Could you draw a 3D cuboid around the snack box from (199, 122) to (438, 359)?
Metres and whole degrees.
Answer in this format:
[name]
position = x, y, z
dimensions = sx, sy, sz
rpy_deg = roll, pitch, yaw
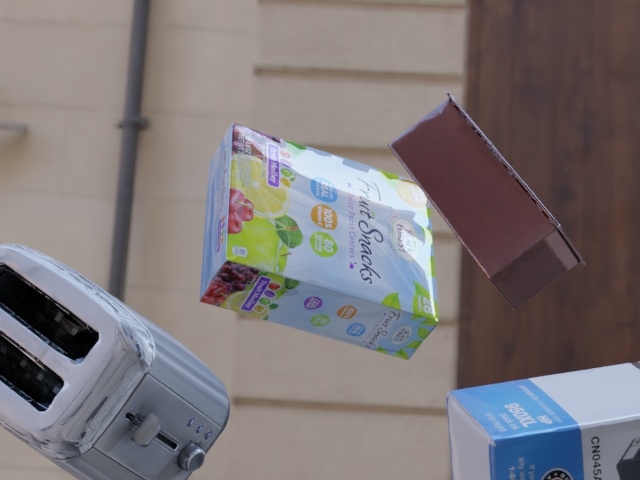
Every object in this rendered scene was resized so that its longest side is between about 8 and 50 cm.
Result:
[snack box]
position = 0.000, 0.000, 1.334
dimensions = 0.207, 0.174, 0.070
rpy_deg = 17, -45, -19

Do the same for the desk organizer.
[desk organizer]
position = 0.097, -0.024, 0.872
dimensions = 0.050, 0.130, 0.047
rpy_deg = -38, -40, 5

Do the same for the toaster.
[toaster]
position = -0.185, 0.092, 1.075
dimensions = 0.227, 0.129, 0.146
rpy_deg = 33, -9, 30

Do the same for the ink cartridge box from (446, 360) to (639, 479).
[ink cartridge box]
position = 0.350, 0.284, 1.538
dimensions = 0.395, 0.285, 0.166
rpy_deg = -8, 13, -11
